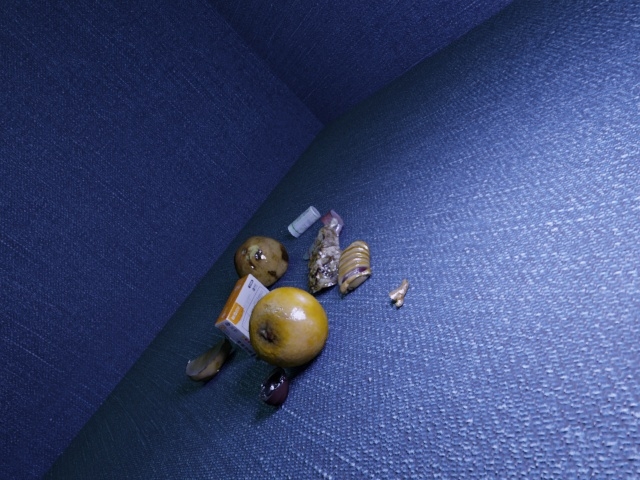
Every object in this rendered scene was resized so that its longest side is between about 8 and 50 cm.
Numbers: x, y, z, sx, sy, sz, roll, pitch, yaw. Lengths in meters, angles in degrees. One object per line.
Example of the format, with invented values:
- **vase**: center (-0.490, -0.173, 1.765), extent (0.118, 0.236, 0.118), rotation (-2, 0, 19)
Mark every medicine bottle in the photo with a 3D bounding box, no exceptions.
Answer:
- **medicine bottle**: center (-0.091, -0.106, 2.359), extent (0.183, 0.086, 0.086), rotation (-40, 20, 18)

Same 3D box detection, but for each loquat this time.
- **loquat**: center (-0.104, 0.281, 1.364), extent (0.263, 0.263, 0.263), rotation (-40, 20, 18)

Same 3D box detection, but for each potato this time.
- **potato**: center (-0.491, 0.558, 1.876), extent (0.243, 0.098, 0.138), rotation (-35, 25, 13)

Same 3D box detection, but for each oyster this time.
- **oyster**: center (-0.003, 0.081, 1.771), extent (0.204, 0.111, 0.396), rotation (-40, 26, 32)

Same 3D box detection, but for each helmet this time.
- **helmet**: center (-0.139, 0.474, 1.338), extent (0.098, 0.070, 0.123), rotation (-28, 19, 28)

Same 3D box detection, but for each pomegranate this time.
- **pomegranate**: center (-0.301, 0.106, 2.132), extent (0.281, 0.281, 0.281), rotation (-40, 20, 18)

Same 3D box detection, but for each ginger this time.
- **ginger**: center (0.232, 0.159, 1.244), extent (0.048, 0.030, 0.097), rotation (4, 50, 30)

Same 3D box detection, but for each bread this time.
- **bread**: center (0.120, 0.092, 1.532), extent (0.134, 0.081, 0.225), rotation (-37, 21, 24)

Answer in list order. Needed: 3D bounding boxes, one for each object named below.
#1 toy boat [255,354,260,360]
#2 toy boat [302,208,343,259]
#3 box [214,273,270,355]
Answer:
- **toy boat**: center (-0.156, 0.393, 1.532), extent (0.185, 0.071, 0.089), rotation (-42, 18, 14)
- **toy boat**: center (0.000, 0.000, 1.989), extent (0.282, 0.096, 0.206), rotation (-50, 29, 18)
- **box**: center (-0.298, 0.311, 1.772), extent (0.091, 0.221, 0.274), rotation (-29, 28, 33)
